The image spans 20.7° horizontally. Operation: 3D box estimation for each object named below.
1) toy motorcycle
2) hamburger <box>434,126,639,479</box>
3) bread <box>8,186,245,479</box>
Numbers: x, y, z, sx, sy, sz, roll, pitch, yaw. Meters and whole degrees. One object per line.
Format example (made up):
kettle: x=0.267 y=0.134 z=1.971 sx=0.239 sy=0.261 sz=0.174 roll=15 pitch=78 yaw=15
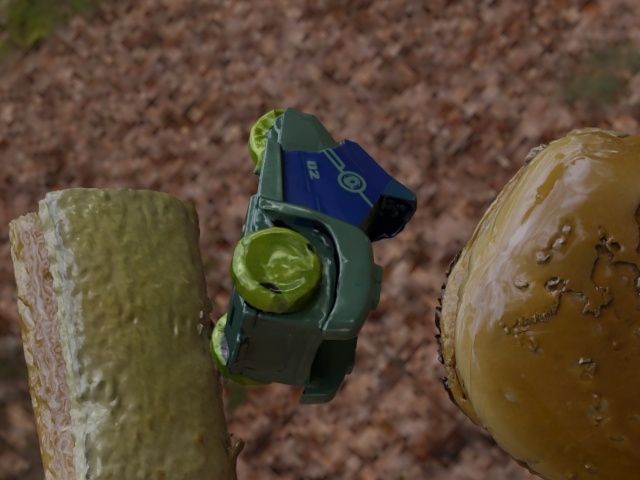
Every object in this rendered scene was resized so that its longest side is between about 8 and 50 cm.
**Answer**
toy motorcycle: x=0.000 y=0.000 z=1.913 sx=0.191 sy=0.200 sz=0.326 roll=108 pitch=174 yaw=-55
hamburger: x=0.253 y=0.071 z=1.391 sx=0.284 sy=0.304 sz=0.174 roll=-58 pitch=4 yaw=-7
bread: x=-0.217 y=0.135 z=2.020 sx=0.237 sy=0.375 sz=0.165 roll=5 pitch=-22 yaw=-40
